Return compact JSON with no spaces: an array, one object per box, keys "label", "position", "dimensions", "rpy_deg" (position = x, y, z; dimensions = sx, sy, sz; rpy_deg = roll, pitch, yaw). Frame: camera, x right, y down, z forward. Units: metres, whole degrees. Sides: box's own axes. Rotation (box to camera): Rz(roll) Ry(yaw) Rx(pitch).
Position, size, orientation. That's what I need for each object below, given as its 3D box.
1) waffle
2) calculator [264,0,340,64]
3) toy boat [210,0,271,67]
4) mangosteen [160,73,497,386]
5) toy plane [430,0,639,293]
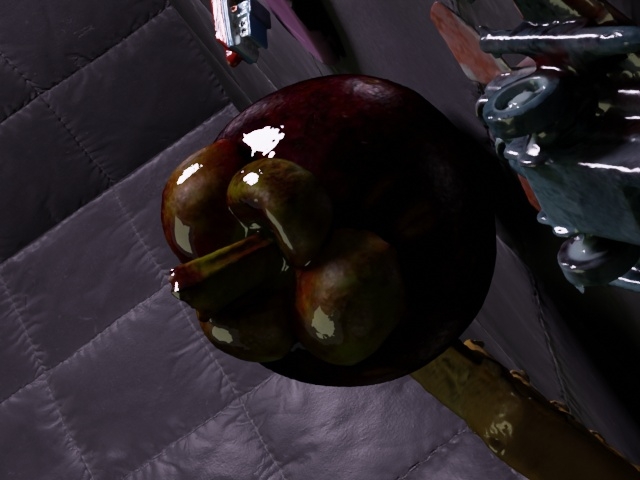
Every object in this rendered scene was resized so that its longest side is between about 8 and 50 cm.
[{"label":"waffle","position":[0.247,0.210,0.972],"dimensions":[0.348,0.077,0.304],"rpy_deg":[36,-179,-19]},{"label":"calculator","position":[-0.066,-0.321,1.106],"dimensions":[0.194,0.043,0.294],"rpy_deg":[50,176,47]},{"label":"toy boat","position":[-0.103,-0.307,1.225],"dimensions":[0.069,0.059,0.172],"rpy_deg":[31,-135,-53]},{"label":"mangosteen","position":[0.000,0.000,0.878],"dimensions":[0.307,0.307,0.347],"rpy_deg":[54,-151,9]},{"label":"toy plane","position":[0.153,-0.031,0.393],"dimensions":[0.223,0.104,0.326],"rpy_deg":[57,176,-25]}]
